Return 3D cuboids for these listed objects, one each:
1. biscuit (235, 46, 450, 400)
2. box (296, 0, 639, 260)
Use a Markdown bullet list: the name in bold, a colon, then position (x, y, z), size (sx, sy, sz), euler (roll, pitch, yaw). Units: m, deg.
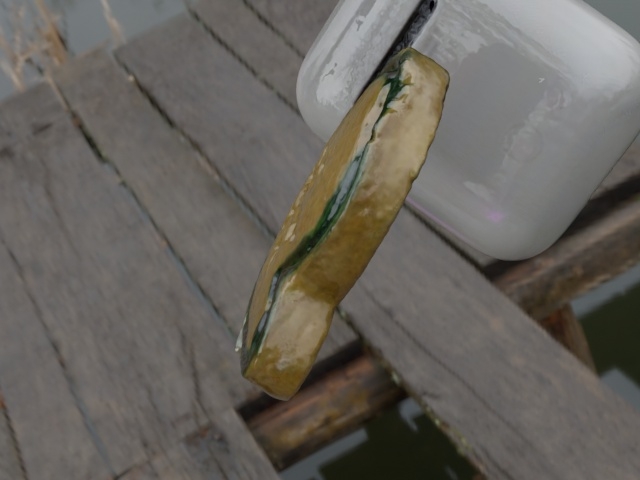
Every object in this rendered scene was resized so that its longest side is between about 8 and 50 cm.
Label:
- **biscuit**: position (-0.002, -0.001, 0.999), size (0.287, 0.057, 0.344), euler (-67, 7, -28)
- **box**: position (0.163, -0.164, 1.336), size (0.288, 0.349, 0.141), euler (-56, -8, 22)
